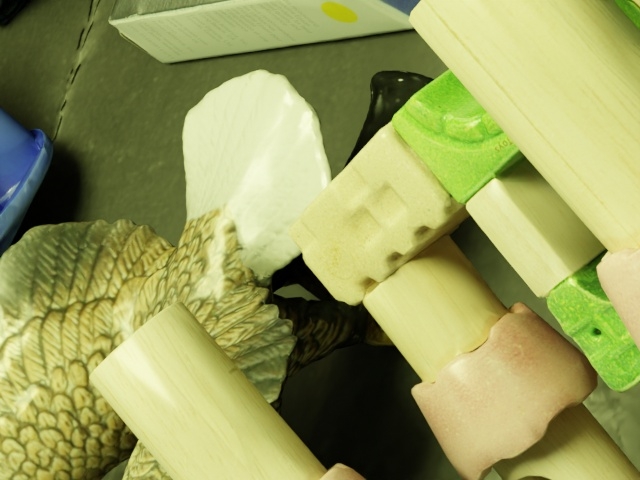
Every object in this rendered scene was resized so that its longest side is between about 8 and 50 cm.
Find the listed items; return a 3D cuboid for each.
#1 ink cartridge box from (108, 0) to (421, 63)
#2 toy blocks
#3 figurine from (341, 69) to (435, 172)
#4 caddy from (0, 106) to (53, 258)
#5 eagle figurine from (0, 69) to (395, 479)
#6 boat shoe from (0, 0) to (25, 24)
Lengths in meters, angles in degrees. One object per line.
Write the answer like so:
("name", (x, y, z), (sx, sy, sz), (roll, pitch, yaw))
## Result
("ink cartridge box", (0.024, -0.266, 1.069), (0.307, 0.072, 0.304), (-3, 64, 48))
("toy blocks", (0.145, 0.022, 0.580), (0.309, 0.260, 0.288), (-38, -6, -41))
("figurine", (0.110, -0.115, 0.859), (0.209, 0.092, 0.215), (-1, 64, 46))
("caddy", (-0.325, 0.018, 1.172), (0.341, 0.179, 0.241), (-34, 21, 27))
("eagle figurine", (-0.077, 0.088, 0.824), (0.298, 0.225, 0.226), (-36, -1, -30))
("boat shoe", (-0.180, -0.227, 1.244), (0.109, 0.089, 0.258), (-33, 7, -34))
